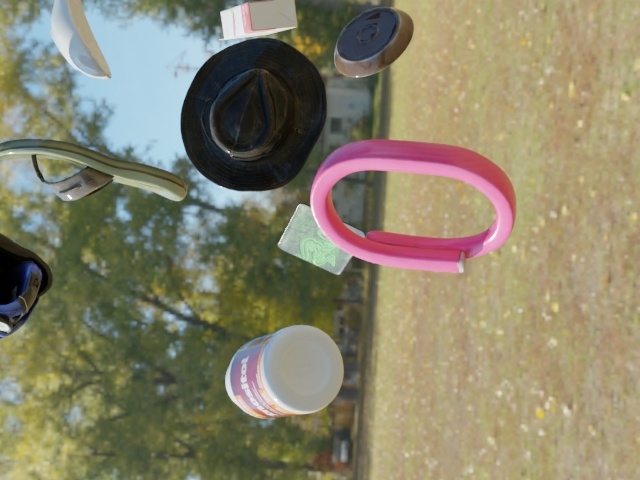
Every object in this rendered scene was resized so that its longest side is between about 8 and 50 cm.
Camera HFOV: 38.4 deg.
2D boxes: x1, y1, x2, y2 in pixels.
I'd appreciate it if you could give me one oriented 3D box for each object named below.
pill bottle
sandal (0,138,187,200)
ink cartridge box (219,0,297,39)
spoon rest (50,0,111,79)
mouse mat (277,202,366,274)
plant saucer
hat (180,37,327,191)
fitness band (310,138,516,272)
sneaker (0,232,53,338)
[{"bbox_3d":[-0.044,0.137,0.937,0.152,0.086,0.086,150,127,-63],"label":"pill bottle"},{"bbox_3d":[-0.360,-0.096,1.423,0.120,0.302,0.086,-175,101,-83],"label":"sandal"},{"bbox_3d":[-0.148,-0.495,2.061,0.198,0.115,0.067,9,110,61],"label":"ink cartridge box"},{"bbox_3d":[-0.406,-0.374,1.440,0.276,0.084,0.137,56,-179,-6],"label":"spoon rest"},{"bbox_3d":[0.000,0.000,1.912,0.190,0.152,0.007,120,173,-56],"label":"mouse mat"},{"bbox_3d":[0.094,-0.381,1.729,0.029,0.168,0.169,47,-144,-43],"label":"plant saucer"},{"bbox_3d":[-0.148,-0.266,1.877,0.134,0.331,0.332,27,-114,-83],"label":"hat"},{"bbox_3d":[0.129,-0.047,1.298,0.209,0.290,0.054,81,-160,-44],"label":"fitness band"},{"bbox_3d":[-0.394,0.092,1.022,0.127,0.182,0.316,-59,-26,-53],"label":"sneaker"}]
